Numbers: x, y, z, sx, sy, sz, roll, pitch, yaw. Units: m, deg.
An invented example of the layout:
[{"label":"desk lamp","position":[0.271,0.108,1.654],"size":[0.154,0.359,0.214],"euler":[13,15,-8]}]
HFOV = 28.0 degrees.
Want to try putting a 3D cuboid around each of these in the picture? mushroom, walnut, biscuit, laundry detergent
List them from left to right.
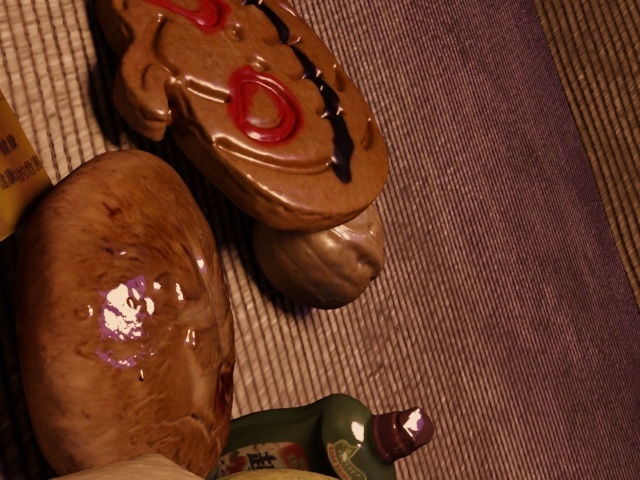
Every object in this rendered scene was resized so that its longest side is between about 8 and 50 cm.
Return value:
[{"label":"mushroom","position":[-0.142,0.068,0.995],"size":[0.278,0.146,0.278],"euler":[-11,90,-69]},{"label":"biscuit","position":[-0.084,-0.166,1.278],"size":[0.314,0.063,0.367],"euler":[-16,66,-54]},{"label":"walnut","position":[-0.001,0.000,1.361],"size":[0.162,0.140,0.140],"euler":[56,22,-59]},{"label":"laundry detergent","position":[0.000,0.202,1.082],"size":[0.144,0.221,0.078],"euler":[68,23,-2]}]

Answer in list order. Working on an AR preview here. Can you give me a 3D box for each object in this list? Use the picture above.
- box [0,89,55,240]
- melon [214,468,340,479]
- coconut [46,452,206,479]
[{"label":"box","position":[-0.297,-0.100,0.913],"size":[0.240,0.071,0.159],"euler":[63,27,-12]},{"label":"melon","position":[0.000,0.315,0.961],"size":[0.329,0.248,0.248],"euler":[48,30,-19]},{"label":"coconut","position":[-0.114,0.254,0.712],"size":[0.329,0.329,0.329],"euler":[45,32,-40]}]
